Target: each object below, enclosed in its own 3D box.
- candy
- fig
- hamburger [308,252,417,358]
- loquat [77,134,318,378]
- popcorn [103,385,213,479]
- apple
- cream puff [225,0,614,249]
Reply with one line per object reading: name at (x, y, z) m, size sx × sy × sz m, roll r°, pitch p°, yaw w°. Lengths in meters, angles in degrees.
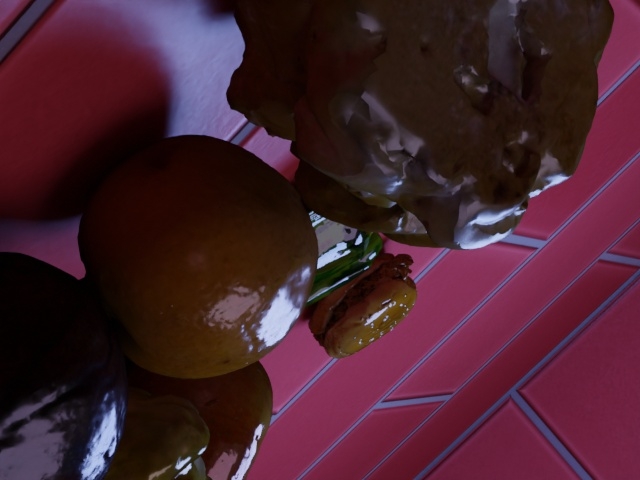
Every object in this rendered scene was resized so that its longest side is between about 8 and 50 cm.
candy at (0.000, 0.000, 1.709) m, size 0.149 × 0.069 × 0.246 m, roll -33°, pitch 166°, yaw -7°
fig at (-0.261, 0.128, 1.228) m, size 0.235 × 0.235 × 0.214 m, roll -34°, pitch -165°, yaw -20°
hamburger at (0.058, 0.083, 1.995) m, size 0.138 × 0.083 × 0.147 m, roll -32°, pitch 164°, yaw -36°
loquat at (-0.107, 0.015, 1.316) m, size 0.208 × 0.208 × 0.208 m, roll -36°, pitch 161°, yaw -14°
popcorn at (-0.269, 0.281, 1.483) m, size 0.292 × 0.293 × 0.334 m, roll -52°, pitch 171°, yaw -45°
apple at (-0.157, 0.202, 1.682) m, size 0.235 × 0.173 × 0.210 m, roll -63°, pitch -169°, yaw 15°
cream puff at (0.052, -0.154, 1.214) m, size 0.324 × 0.257 × 0.291 m, roll 32°, pitch 70°, yaw -35°
